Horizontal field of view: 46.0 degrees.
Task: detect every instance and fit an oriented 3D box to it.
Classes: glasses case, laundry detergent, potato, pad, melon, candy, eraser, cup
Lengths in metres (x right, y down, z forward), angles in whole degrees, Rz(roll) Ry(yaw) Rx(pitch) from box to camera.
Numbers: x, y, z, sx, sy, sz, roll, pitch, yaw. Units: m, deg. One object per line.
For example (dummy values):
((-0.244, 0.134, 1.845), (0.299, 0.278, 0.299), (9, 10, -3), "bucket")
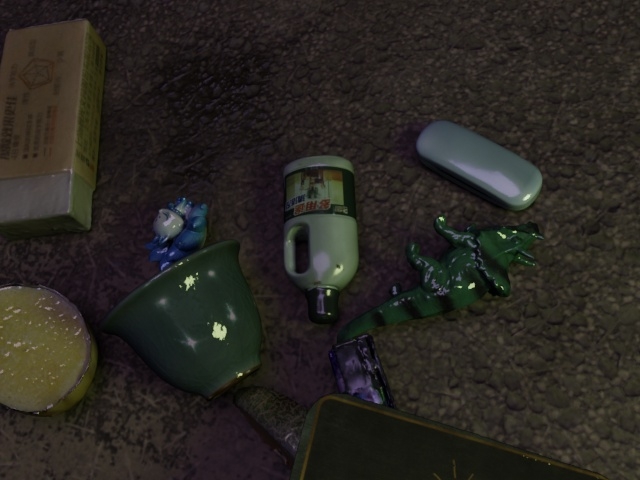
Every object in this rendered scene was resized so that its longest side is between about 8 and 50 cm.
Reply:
((0.210, -0.102, 1.009), (0.178, 0.045, 0.067), (32, 76, 21), "glasses case")
((0.000, 0.000, 0.993), (0.099, 0.070, 0.225), (-2, 67, 1), "laundry detergent")
((-0.382, 0.150, 0.996), (0.200, 0.081, 0.164), (34, 69, 19), "potato")
((0.139, 0.327, 0.733), (0.375, 0.063, 0.315), (17, 59, -3), "pad")
((-0.042, 0.227, 0.890), (0.182, 0.098, 0.054), (39, 55, 23), "melon")
((0.079, 0.263, 0.849), (0.061, 0.088, 0.312), (-18, 64, 1), "candy")
((-0.413, -0.173, 1.144), (0.144, 0.078, 0.343), (-6, 66, 9), "eraser")
((-0.145, 0.114, 0.925), (0.199, 0.199, 0.150), (-34, 82, -5), "cup")

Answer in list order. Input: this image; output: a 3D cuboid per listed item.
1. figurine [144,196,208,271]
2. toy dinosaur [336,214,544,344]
((-0.199, -0.004, 1.026), (0.114, 0.079, 0.114), (-22, 46, 24), "figurine")
((0.139, 0.042, 0.944), (0.292, 0.079, 0.120), (-19, 63, 6), "toy dinosaur")
